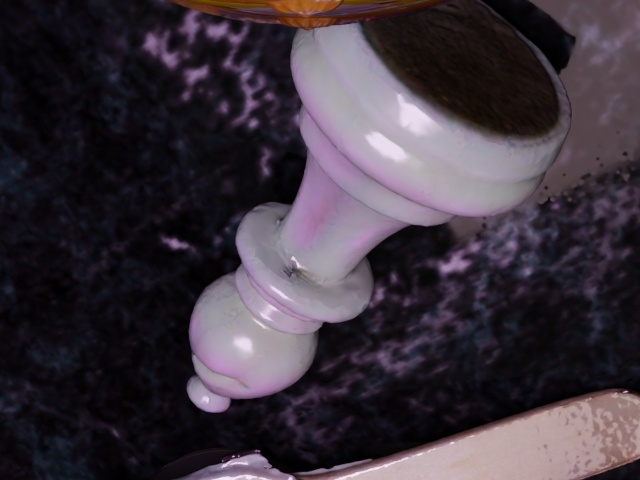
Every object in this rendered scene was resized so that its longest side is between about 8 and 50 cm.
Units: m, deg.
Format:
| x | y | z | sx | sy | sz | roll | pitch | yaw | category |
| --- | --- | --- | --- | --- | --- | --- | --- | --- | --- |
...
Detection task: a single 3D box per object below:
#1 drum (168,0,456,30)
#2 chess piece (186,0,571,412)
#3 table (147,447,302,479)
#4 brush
| x | y | z | sx | sy | sz | roll | pitch | yaw | category |
| --- | --- | --- | --- | --- | --- | --- | --- | --- | --- |
| -0.012 | -0.291 | 0.647 | 0.431 | 0.214 | 0.431 | 1 | 97 | 4 | drum |
| 0.000 | 0.000 | 0.880 | 0.139 | 0.139 | 0.272 | 33 | 123 | -5 | chess piece |
| -0.053 | 0.189 | 0.998 | 0.133 | 0.043 | 0.134 | 3 | 112 | 8 | table |
| 0.023 | 0.140 | 0.942 | 0.336 | 0.020 | 0.085 | -14 | 99 | 1 | brush |
